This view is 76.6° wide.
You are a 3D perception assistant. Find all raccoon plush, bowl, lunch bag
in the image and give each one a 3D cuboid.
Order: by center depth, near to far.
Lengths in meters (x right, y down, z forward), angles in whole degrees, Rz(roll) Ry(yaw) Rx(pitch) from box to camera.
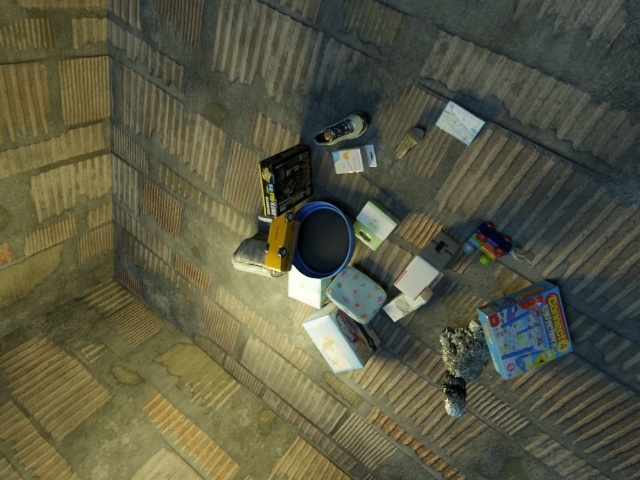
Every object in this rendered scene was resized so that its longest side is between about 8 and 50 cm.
[{"bbox_3d":[0.696,0.527,1.741,0.216,0.445,0.299,13,153,-23],"label":"raccoon plush"},{"bbox_3d":[0.000,0.000,2.025,0.392,0.077,0.390,-1,88,33],"label":"bowl"},{"bbox_3d":[0.191,0.274,2.065,0.279,0.224,0.108,37,174,9],"label":"lunch bag"},{"bbox_3d":[-0.311,0.094,2.272,0.305,0.256,0.212,9,120,31],"label":"lunch bag"}]

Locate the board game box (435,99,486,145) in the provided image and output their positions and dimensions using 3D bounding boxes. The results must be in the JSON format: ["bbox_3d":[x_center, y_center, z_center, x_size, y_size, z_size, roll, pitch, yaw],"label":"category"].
[{"bbox_3d":[0.528,-0.445,1.529,0.154,0.026,0.103,38,131,12],"label":"board game box"}]

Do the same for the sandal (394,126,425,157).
[{"bbox_3d":[0.366,-0.407,1.664,0.067,0.040,0.179,53,147,6],"label":"sandal"}]

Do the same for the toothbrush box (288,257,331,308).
[{"bbox_3d":[-0.058,0.201,2.244,0.217,0.126,0.295,20,127,25],"label":"toothbrush box"}]

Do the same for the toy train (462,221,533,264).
[{"bbox_3d":[0.709,0.053,1.645,0.248,0.105,0.143,41,142,9],"label":"toy train"}]

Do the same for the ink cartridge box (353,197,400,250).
[{"bbox_3d":[0.245,-0.063,1.930,0.171,0.056,0.235,41,129,8],"label":"ink cartridge box"}]

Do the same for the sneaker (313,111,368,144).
[{"bbox_3d":[0.087,-0.475,1.769,0.272,0.108,0.100,-14,105,38],"label":"sneaker"}]

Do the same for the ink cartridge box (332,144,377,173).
[{"bbox_3d":[0.152,-0.364,1.816,0.182,0.061,0.104,0,115,34],"label":"ink cartridge box"}]

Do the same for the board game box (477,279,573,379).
[{"bbox_3d":[0.821,0.358,1.624,0.302,0.086,0.308,-23,105,-2],"label":"board game box"}]

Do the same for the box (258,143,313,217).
[{"bbox_3d":[-0.152,-0.286,1.899,0.080,0.322,0.256,14,123,27],"label":"box"}]

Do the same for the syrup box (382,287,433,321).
[{"bbox_3d":[0.424,0.295,1.978,0.093,0.096,0.237,49,133,4],"label":"syrup box"}]

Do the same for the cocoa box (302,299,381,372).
[{"bbox_3d":[0.117,0.511,2.228,0.232,0.228,0.347,-28,97,42],"label":"cocoa box"}]

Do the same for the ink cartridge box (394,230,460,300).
[{"bbox_3d":[0.459,0.103,1.729,0.114,0.273,0.197,41,131,14],"label":"ink cartridge box"}]

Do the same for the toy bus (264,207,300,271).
[{"bbox_3d":[-0.187,-0.013,2.025,0.108,0.130,0.332,15,97,34],"label":"toy bus"}]

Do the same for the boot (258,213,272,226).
[{"bbox_3d":[-0.265,-0.091,2.258,0.190,0.069,0.086,14,120,26],"label":"boot"}]
